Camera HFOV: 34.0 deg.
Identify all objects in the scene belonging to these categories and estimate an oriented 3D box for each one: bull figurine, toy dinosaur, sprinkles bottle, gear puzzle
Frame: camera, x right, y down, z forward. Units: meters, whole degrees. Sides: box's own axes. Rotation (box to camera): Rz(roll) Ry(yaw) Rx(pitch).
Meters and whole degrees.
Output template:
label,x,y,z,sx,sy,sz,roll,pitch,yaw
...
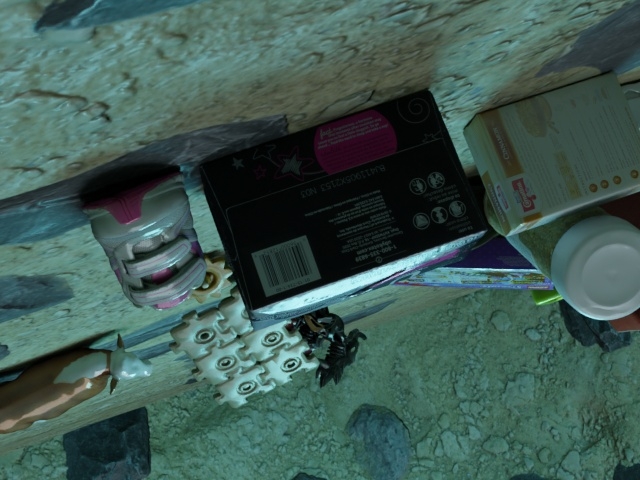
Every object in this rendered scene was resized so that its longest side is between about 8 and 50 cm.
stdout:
label,x,y,z,sx,sy,sz,roll,pitch,yaw
bull figurine,-0.448,0.253,1.833,0.311,0.101,0.188,-19,172,-9
toy dinosaur,-0.030,0.115,1.732,0.322,0.218,0.164,-27,-153,3
sprinkles bottle,0.321,-0.010,1.396,0.121,0.121,0.355,-20,-162,-1
gear puzzle,-0.134,0.127,1.558,0.176,0.044,0.339,-28,138,2

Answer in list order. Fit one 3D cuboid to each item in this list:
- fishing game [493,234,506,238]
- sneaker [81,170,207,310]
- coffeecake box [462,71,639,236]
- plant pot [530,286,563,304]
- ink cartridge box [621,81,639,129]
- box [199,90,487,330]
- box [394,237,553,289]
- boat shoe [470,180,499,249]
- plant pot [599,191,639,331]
label,x,y,z,sx,sy,sz,roll,pitch,yaw
fishing game,0.398,-0.012,2.266,0.189,0.041,0.264,-13,167,-9
sneaker,-0.161,0.009,1.044,0.103,0.111,0.252,-20,170,-2
coffeecake box,0.286,-0.103,1.254,0.186,0.142,0.068,-18,170,-11
plant pot,0.488,-0.012,1.984,0.227,0.207,0.228,-24,169,17
ink cartridge box,0.378,-0.152,1.410,0.109,0.063,0.150,-15,170,-23
box,0.020,-0.024,1.081,0.247,0.163,0.142,-19,169,-6
box,0.253,0.039,1.785,0.293,0.057,0.201,1,168,10
boat shoe,0.218,-0.030,1.613,0.307,0.110,0.104,-14,167,-35
plant pot,0.500,-0.033,1.659,0.267,0.236,0.267,-45,172,1
